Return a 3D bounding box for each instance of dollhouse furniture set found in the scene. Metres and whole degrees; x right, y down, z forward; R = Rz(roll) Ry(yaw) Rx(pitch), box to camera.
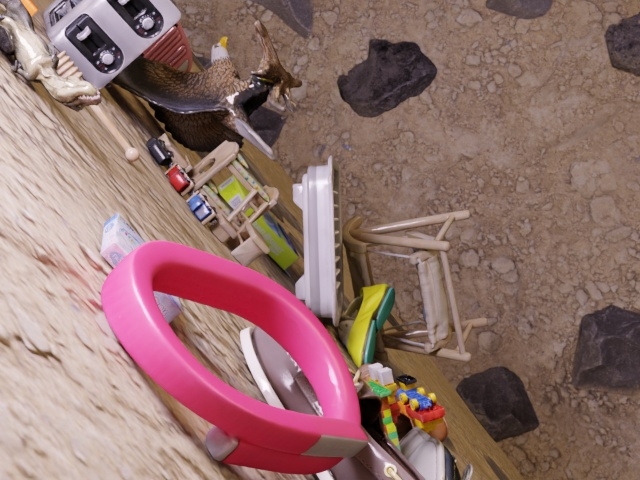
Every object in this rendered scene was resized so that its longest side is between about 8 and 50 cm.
[{"bbox_3d":[-0.141,-0.081,1.577,0.182,0.101,0.161,49,5,-31],"label":"dollhouse furniture set"}]

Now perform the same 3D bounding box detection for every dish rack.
[{"bbox_3d":[0.000,0.000,1.900,0.333,0.072,0.285,-17,105,-85],"label":"dish rack"}]

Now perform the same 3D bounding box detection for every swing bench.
[{"bbox_3d":[0.169,0.091,2.095,0.165,0.255,0.253,-49,130,-57],"label":"swing bench"}]

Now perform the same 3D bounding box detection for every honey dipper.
[{"bbox_3d":[-0.280,-0.162,1.341,0.160,0.030,0.030,54,3,-17],"label":"honey dipper"}]

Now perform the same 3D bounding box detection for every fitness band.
[{"bbox_3d":[-0.064,0.100,0.920,0.291,0.054,0.209,24,26,-51],"label":"fitness band"}]

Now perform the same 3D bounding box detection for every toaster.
[{"bbox_3d":[-0.299,-0.327,1.555,0.110,0.168,0.185,48,6,-30],"label":"toaster"}]

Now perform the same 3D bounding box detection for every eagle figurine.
[{"bbox_3d":[-0.187,-0.234,1.710,0.225,0.298,0.226,-70,147,-61],"label":"eagle figurine"}]

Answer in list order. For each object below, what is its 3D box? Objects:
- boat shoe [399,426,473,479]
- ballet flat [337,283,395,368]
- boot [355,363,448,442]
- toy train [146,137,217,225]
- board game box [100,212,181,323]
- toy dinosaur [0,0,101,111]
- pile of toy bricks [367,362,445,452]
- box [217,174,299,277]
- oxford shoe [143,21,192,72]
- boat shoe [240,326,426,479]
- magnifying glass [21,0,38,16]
[{"bbox_3d":[0.142,0.307,1.378,0.079,0.095,0.254,40,-4,-4],"label":"boat shoe"},{"bbox_3d":[0.074,0.153,1.937,0.231,0.077,0.077,-62,155,-54],"label":"ballet flat"},{"bbox_3d":[0.134,0.281,1.651,0.197,0.073,0.152,37,8,-18],"label":"boot"},{"bbox_3d":[-0.197,-0.085,1.529,0.158,0.027,0.036,52,8,13],"label":"toy train"},{"bbox_3d":[-0.165,0.025,0.992,0.090,0.020,0.090,50,4,-19],"label":"board game box"},{"bbox_3d":[-0.338,-0.238,1.163,0.268,0.064,0.118,51,-3,23],"label":"toy dinosaur"},{"bbox_3d":[0.081,0.238,1.383,0.212,0.118,0.105,-165,-118,-70],"label":"pile of toy bricks"},{"bbox_3d":[-0.104,-0.024,1.896,0.178,0.042,0.109,48,7,-36],"label":"box"},{"bbox_3d":[-0.375,-0.435,1.913,0.397,0.140,0.146,50,-1,-34],"label":"oxford shoe"},{"bbox_3d":[0.025,0.189,1.074,0.324,0.097,0.116,55,6,38],"label":"boat shoe"},{"bbox_3d":[-0.454,-0.381,1.394,0.231,0.026,0.092,47,5,-22],"label":"magnifying glass"}]
